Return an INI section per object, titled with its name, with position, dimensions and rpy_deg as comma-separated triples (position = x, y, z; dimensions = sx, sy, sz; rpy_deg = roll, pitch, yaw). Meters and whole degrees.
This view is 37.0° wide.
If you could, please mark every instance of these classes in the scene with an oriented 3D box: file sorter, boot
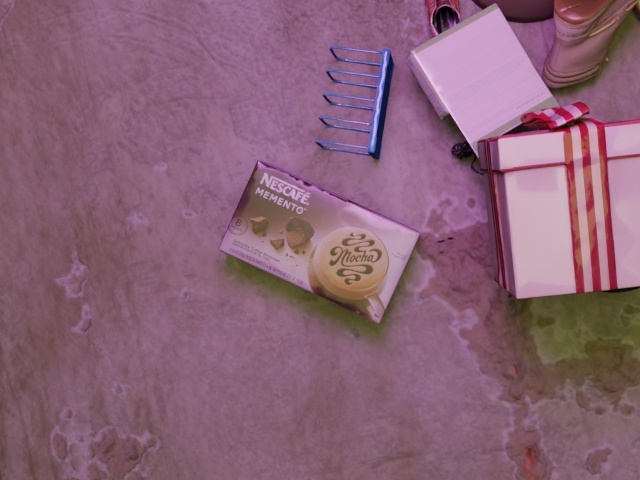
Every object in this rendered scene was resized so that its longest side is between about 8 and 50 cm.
[file sorter]
position = 0.058, -0.233, 1.612
dimensions = 0.104, 0.118, 0.170
rpy_deg = 9, 91, 7
[boot]
position = 0.467, -0.374, 1.549
dimensions = 0.262, 0.203, 0.095
rpy_deg = -41, 67, -16

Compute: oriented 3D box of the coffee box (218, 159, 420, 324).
[coffee box]
position = 0.000, 0.000, 1.615
dimensions = 0.297, 0.119, 0.168
rpy_deg = 25, 93, 4

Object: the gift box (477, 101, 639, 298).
[gift box]
position = 0.377, -0.069, 1.388
dimensions = 0.276, 0.255, 0.258
rpy_deg = -8, 95, -2

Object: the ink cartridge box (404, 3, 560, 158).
[ink cartridge box]
position = 0.268, -0.240, 1.540
dimensions = 0.171, 0.056, 0.235
rpy_deg = -30, 88, -11

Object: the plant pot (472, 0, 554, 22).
[plant pot]
position = 0.344, -0.503, 1.510
dimensions = 0.256, 0.274, 0.257
rpy_deg = 0, 89, 5

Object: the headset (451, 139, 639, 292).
[headset]
position = 0.409, -0.070, 1.596
dimensions = 0.394, 0.185, 0.244
rpy_deg = 26, 88, -11

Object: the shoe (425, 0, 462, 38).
[shoe]
position = 0.208, -0.401, 1.616
dimensions = 0.063, 0.081, 0.178
rpy_deg = -8, 89, 4

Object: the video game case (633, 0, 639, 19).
[video game case]
position = 0.637, -0.410, 1.610
dimensions = 0.204, 0.025, 0.285
rpy_deg = -30, 87, 4
